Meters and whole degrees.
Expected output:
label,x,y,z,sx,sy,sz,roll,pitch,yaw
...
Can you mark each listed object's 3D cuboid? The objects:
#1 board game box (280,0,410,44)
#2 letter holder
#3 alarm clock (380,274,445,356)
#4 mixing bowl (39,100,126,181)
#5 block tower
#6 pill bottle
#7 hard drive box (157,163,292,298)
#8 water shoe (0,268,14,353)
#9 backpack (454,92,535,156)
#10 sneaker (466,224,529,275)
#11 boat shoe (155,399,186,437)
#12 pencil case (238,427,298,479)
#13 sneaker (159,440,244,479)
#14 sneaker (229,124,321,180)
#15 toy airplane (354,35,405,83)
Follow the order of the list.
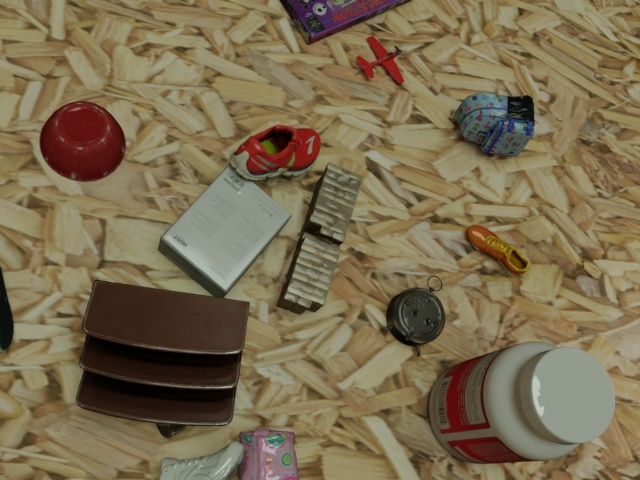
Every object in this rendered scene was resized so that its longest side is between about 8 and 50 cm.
label,x,y,z,sx,sy,sz,roll,pitch,yaw
board game box,0.060,-0.651,1.978,0.346,0.056,0.208,-29,88,-23
letter holder,-0.302,0.222,1.483,0.301,0.152,0.215,9,50,-6
alarm clock,0.228,0.157,1.767,0.129,0.064,0.192,34,64,-4
mixing bowl,-0.504,-0.227,1.647,0.181,0.098,0.182,5,71,-15
block tower,0.000,0.000,1.731,0.090,0.097,0.336,22,70,-9
pill bottle,0.398,0.332,1.572,0.228,0.408,0.229,5,72,-15
hard drive box,-0.206,-0.018,1.675,0.181,0.089,0.232,41,66,-1
water shoe,-0.658,0.130,1.515,0.080,0.073,0.203,-16,73,2
backpack,0.423,-0.289,1.912,0.173,0.158,0.117,8,64,-11
sneaker,0.431,0.015,1.868,0.175,0.067,0.064,35,69,-2
boat shoe,-0.247,0.318,1.572,0.207,0.073,0.073,-30,120,-31
pencil case,-0.106,0.516,1.519,0.124,0.124,0.284,6,71,-15
sneaker,-0.251,0.451,1.488,0.232,0.090,0.115,-41,77,-1
sneaker,-0.076,-0.208,1.722,0.107,0.118,0.279,50,39,10
toy airplane,0.147,-0.453,1.950,0.151,0.028,0.151,5,70,-14
